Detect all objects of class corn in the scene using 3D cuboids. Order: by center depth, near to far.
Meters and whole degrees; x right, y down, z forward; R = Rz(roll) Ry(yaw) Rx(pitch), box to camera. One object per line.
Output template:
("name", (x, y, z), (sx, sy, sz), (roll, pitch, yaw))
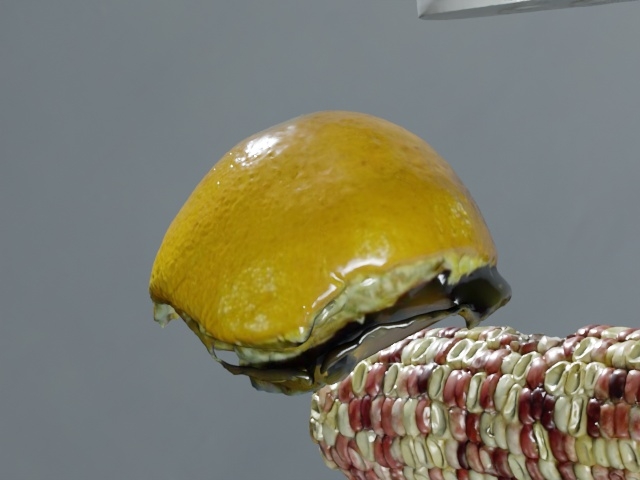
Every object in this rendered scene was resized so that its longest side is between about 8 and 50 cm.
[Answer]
("corn", (0.115, 0.089, 0.998), (0.290, 0.098, 0.098), (-8, 34, 44))

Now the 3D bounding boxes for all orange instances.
("orange", (0.000, 0.000, 0.812), (0.170, 0.112, 0.160), (0, 19, 23))

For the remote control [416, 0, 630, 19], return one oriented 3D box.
("remote control", (0.158, -0.109, 0.738), (0.245, 0.022, 0.077), (-7, 4, -6))
